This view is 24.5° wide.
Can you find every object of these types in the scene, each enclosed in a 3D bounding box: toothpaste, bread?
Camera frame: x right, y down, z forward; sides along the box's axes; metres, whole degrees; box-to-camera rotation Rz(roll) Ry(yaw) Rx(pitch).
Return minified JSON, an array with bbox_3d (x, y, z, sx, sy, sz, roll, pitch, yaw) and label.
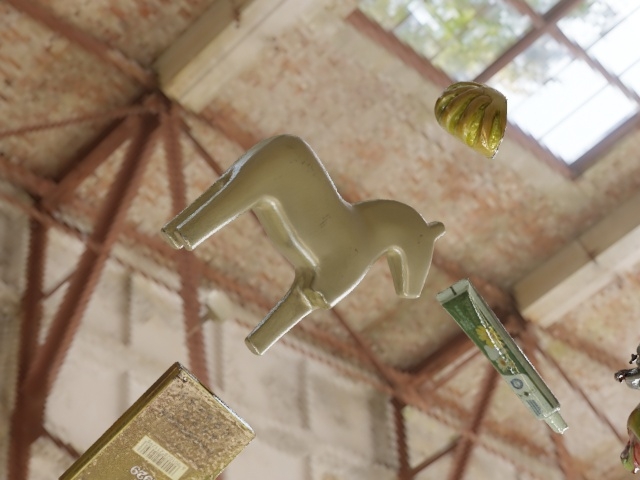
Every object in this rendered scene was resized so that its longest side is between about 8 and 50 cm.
[{"bbox_3d":[0.202,0.128,1.593,0.204,0.049,0.031,51,-142,-6],"label":"toothpaste"},{"bbox_3d":[0.205,-0.177,2.051,0.094,0.083,0.157,15,-158,-3],"label":"bread"}]

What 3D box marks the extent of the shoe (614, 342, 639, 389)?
[{"bbox_3d":[0.306,0.092,1.197,0.099,0.125,0.227,32,-132,-42],"label":"shoe"}]

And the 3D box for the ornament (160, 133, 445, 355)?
[{"bbox_3d":[0.000,0.000,1.435,0.245,0.061,0.230,-42,-70,-22],"label":"ornament"}]

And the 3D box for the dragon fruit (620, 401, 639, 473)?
[{"bbox_3d":[0.515,0.261,1.951,0.269,0.200,0.198,-156,53,-78],"label":"dragon fruit"}]

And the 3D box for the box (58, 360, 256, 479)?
[{"bbox_3d":[-0.126,0.168,1.145,0.090,0.133,0.023,43,-178,-24],"label":"box"}]
